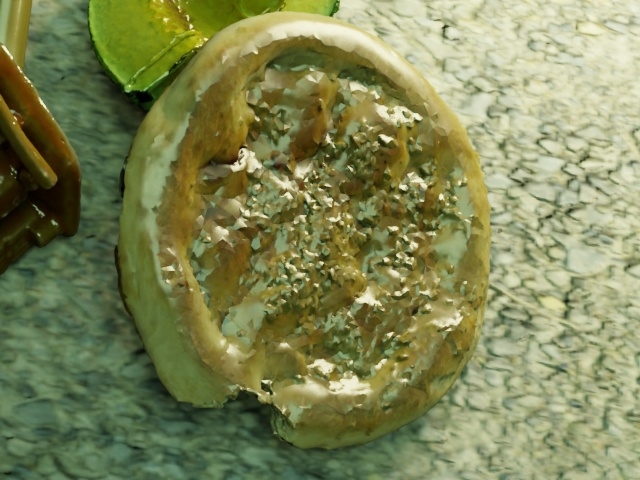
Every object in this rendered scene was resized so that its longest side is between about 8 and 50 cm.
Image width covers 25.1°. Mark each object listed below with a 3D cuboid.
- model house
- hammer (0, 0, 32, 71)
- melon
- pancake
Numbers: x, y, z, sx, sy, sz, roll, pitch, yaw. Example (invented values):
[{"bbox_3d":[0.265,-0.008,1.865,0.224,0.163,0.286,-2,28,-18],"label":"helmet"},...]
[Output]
[{"bbox_3d":[-0.334,-0.044,1.156,0.220,0.199,0.229,34,61,11],"label":"model house"},{"bbox_3d":[-0.278,-0.244,1.285,0.202,0.113,0.305,8,83,13],"label":"hammer"},{"bbox_3d":[-0.098,-0.222,1.322,0.265,0.129,0.169,-46,55,-9],"label":"melon"},{"bbox_3d":[-0.001,0.000,1.245,0.382,0.071,0.382,3,83,-28],"label":"pancake"}]
